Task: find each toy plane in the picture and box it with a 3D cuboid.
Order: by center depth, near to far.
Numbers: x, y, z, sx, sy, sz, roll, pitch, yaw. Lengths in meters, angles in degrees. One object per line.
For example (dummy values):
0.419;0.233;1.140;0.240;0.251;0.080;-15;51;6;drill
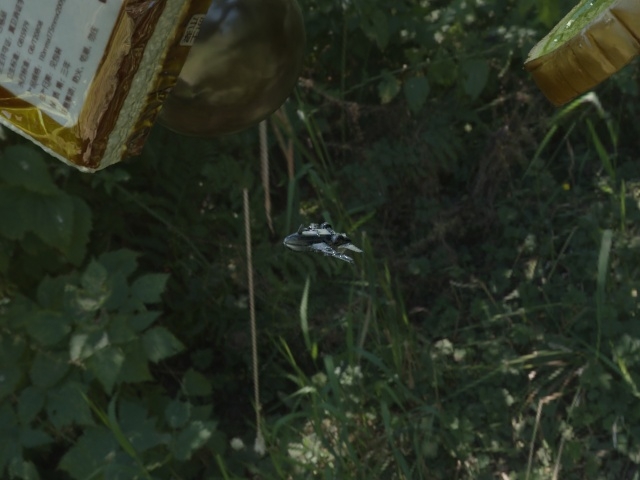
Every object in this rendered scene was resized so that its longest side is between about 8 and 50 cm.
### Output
0.000;0.000;0.725;0.083;0.031;0.078;8;24;-37;toy plane

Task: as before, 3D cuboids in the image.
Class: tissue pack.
-0.169;-0.185;0.488;0.183;0.226;0.092;34;26;8;tissue pack

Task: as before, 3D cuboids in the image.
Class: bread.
0.353;-0.266;0.877;0.236;0.070;0.236;-44;6;6;bread

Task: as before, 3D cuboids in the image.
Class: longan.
-0.141;-0.253;0.940;0.258;0.258;0.258;-15;34;10;longan
